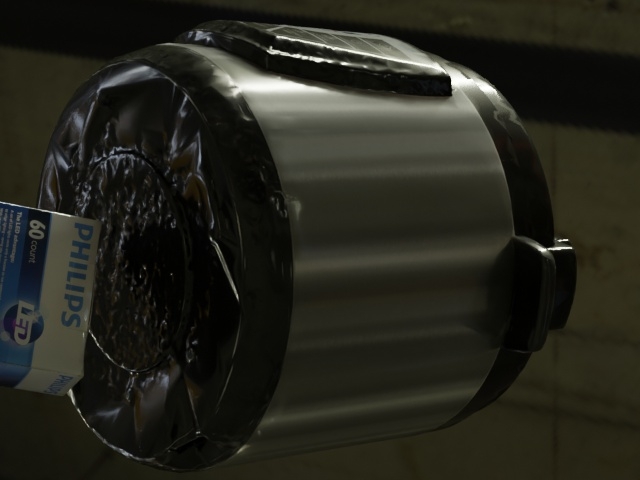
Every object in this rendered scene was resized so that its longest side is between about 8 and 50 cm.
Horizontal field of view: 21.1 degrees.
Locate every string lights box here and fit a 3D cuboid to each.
[{"bbox_3d":[-0.310,0.031,1.338,0.260,0.133,0.077,12,-22,-18],"label":"string lights box"}]

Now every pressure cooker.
[{"bbox_3d":[-0.002,0.005,1.536,0.375,0.420,0.370,-49,-125,43],"label":"pressure cooker"}]
